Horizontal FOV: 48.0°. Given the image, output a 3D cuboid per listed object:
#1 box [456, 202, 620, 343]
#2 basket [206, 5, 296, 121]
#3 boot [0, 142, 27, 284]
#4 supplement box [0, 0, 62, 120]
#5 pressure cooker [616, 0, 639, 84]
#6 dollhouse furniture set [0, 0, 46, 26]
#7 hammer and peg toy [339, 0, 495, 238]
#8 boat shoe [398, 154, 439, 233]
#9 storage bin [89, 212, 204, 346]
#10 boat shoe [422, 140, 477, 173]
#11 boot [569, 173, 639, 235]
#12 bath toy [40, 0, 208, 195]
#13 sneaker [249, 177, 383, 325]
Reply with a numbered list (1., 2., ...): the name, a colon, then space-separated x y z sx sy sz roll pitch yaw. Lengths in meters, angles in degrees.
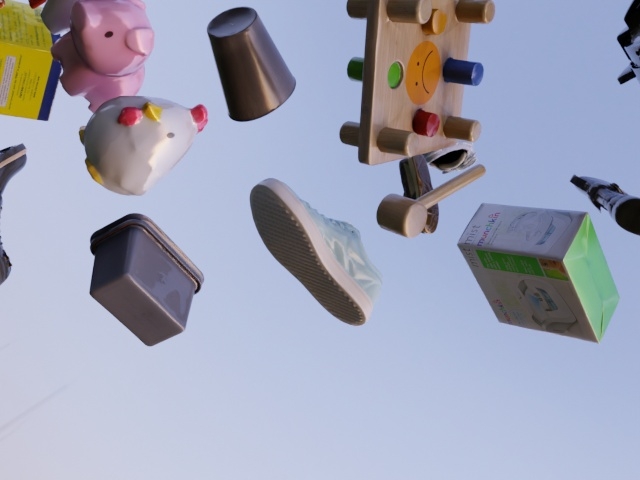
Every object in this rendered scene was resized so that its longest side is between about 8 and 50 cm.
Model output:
1. box: 0.435 0.060 1.428 0.231 0.126 0.262 9 -35 44
2. basket: -0.178 -0.441 1.763 0.154 0.204 0.226 32 -25 37
3. boot: -0.425 -0.021 0.927 0.077 0.198 0.137 -6 -53 44
4. supplement box: -0.773 -0.418 1.583 0.195 0.357 0.194 -58 -139 36
5. pressure cooker: 0.717 -0.310 1.156 0.370 0.375 0.420 -36 -83 12
6. dollhouse furniture set: -0.537 -0.551 1.354 0.262 0.135 0.259 -25 -111 12
7. hammer and peg toy: 0.147 -0.203 1.101 0.127 0.266 0.361 18 -65 37
8. boat shoe: 0.177 -0.083 1.311 0.049 0.056 0.152 -18 -105 46
9. storage bin: -0.208 0.054 0.822 0.098 0.091 0.135 -25 -54 16
10. boat shoe: 0.289 -0.203 1.673 0.118 0.320 0.103 -28 -107 20
11. boot: 0.653 -0.054 1.454 0.263 0.229 0.091 28 -74 -9
12. bath toy: -0.220 -0.216 0.749 0.348 0.129 0.151 67 8 16
13. sneaker: 0.000 0.000 1.448 0.135 0.150 0.366 -11 -56 42
